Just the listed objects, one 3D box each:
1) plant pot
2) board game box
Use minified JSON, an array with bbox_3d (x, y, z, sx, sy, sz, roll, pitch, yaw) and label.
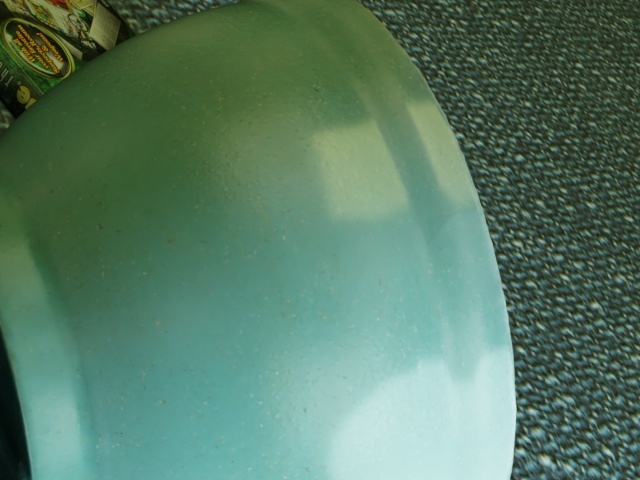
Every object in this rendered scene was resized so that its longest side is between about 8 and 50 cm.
[{"bbox_3d":[-0.071,0.041,0.842,0.196,0.293,0.293,-13,55,-24],"label":"plant pot"},{"bbox_3d":[-0.160,-0.115,1.164,0.260,0.030,0.136,50,28,15],"label":"board game box"}]
